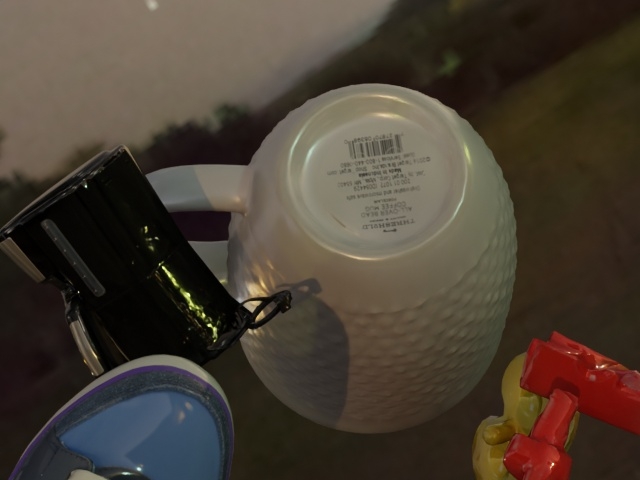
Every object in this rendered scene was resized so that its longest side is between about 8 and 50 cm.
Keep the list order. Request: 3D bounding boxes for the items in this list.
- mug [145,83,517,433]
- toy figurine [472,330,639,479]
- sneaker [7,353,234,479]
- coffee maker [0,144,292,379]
[{"bbox_3d":[0.000,0.000,1.787,0.374,0.276,0.328,5,-22,2],"label":"mug"},{"bbox_3d":[0.100,0.235,0.625,0.191,0.217,0.362,-64,-5,-67],"label":"toy figurine"},{"bbox_3d":[-0.137,0.219,1.037,0.322,0.130,0.236,-53,14,-4],"label":"sneaker"},{"bbox_3d":[-0.141,0.017,1.503,0.171,0.178,0.120,-34,10,3],"label":"coffee maker"}]
